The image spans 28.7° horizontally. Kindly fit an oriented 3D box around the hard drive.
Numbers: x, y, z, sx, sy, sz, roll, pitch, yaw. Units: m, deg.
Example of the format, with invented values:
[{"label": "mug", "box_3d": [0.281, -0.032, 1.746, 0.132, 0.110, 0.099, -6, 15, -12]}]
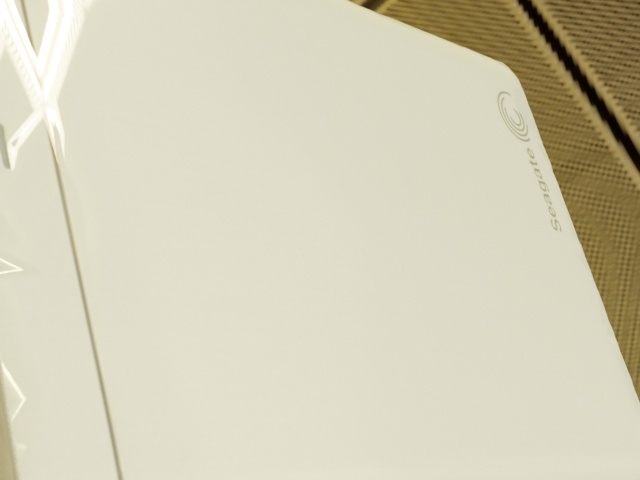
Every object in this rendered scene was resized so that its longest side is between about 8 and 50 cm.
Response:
[{"label": "hard drive", "box_3d": [0.000, 0.000, 0.482, 0.047, 0.353, 0.233, -30, -115, 33]}]
